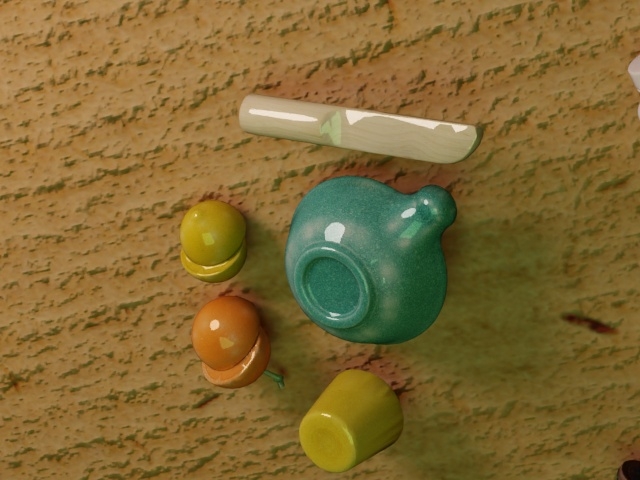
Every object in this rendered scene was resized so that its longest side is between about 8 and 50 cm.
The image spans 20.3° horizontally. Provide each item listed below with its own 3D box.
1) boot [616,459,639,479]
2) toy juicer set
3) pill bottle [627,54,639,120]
[{"bbox_3d":[0.296,0.261,1.383,0.219,0.082,0.106,34,118,-6],"label":"boot"},{"bbox_3d":[0.000,0.000,1.332,0.209,0.089,0.329,30,126,19],"label":"toy juicer set"},{"bbox_3d":[0.256,-0.078,1.221,0.065,0.065,0.116,-22,110,24],"label":"pill bottle"}]
